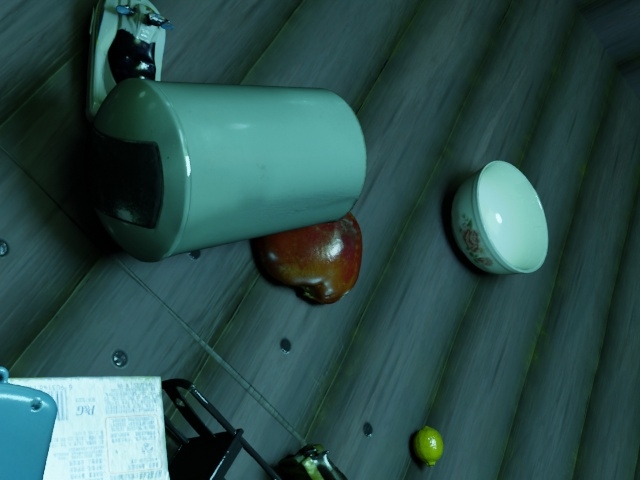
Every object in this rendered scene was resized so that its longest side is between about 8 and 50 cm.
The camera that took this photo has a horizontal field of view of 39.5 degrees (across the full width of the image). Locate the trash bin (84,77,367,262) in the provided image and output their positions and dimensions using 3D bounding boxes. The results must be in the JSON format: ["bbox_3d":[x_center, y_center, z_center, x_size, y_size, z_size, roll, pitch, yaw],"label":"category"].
[{"bbox_3d":[-0.162,-0.123,1.443,0.432,0.280,0.281,-9,80,-39],"label":"trash bin"}]

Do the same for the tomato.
[{"bbox_3d":[0.000,0.000,1.691,0.233,0.139,0.201,25,51,-36],"label":"tomato"}]

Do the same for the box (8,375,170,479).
[{"bbox_3d":[-0.351,0.279,1.247,0.265,0.097,0.169,5,70,-44],"label":"box"}]

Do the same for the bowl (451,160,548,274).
[{"bbox_3d":[0.407,-0.038,2.117,0.277,0.145,0.277,22,57,-39],"label":"bowl"}]

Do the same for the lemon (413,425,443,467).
[{"bbox_3d":[0.218,0.415,1.796,0.062,0.062,0.083,11,64,-43],"label":"lemon"}]

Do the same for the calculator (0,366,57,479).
[{"bbox_3d":[-0.414,0.294,1.054,0.173,0.051,0.293,15,85,-42],"label":"calculator"}]

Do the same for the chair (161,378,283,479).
[{"bbox_3d":[-0.184,0.349,1.349,0.260,0.154,0.141,52,44,-19],"label":"chair"}]

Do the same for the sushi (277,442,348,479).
[{"bbox_3d":[0.009,0.492,1.524,0.131,0.139,0.291,-26,92,-28],"label":"sushi"}]

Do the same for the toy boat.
[{"bbox_3d":[-0.320,-0.314,1.507,0.140,0.140,0.270,16,77,-41],"label":"toy boat"}]
